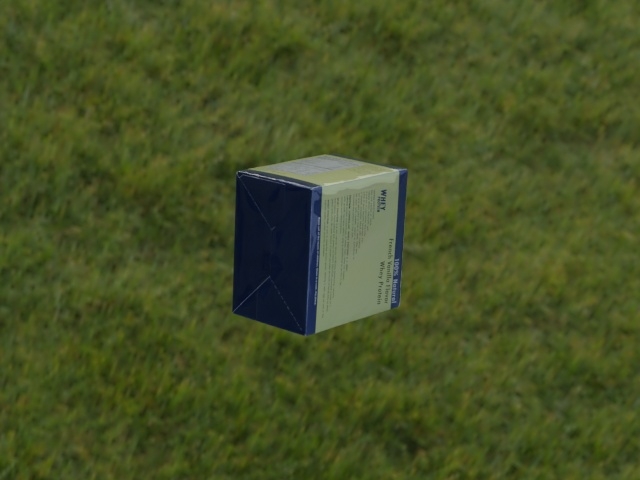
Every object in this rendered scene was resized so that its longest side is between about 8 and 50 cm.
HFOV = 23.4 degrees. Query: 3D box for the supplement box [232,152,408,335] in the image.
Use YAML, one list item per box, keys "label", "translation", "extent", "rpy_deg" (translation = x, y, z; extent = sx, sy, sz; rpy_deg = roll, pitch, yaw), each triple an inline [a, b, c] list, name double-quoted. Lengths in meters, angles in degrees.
- label: "supplement box"
  translation: [0.000, 0.000, 0.859]
  extent: [0.056, 0.083, 0.083]
  rpy_deg: [15, 19, 38]
